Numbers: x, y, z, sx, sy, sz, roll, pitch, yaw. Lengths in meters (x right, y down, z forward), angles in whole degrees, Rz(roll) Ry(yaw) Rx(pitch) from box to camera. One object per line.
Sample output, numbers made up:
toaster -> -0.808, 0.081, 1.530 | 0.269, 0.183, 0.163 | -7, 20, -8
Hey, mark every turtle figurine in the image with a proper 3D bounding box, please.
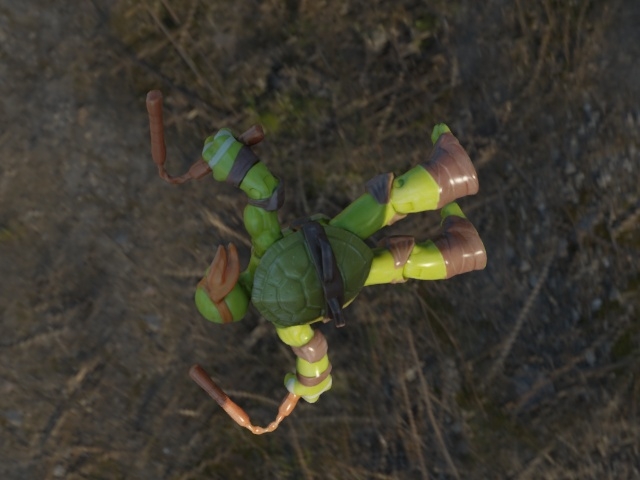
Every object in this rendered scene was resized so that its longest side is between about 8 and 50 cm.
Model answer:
turtle figurine -> 0.000, 0.000, 0.926 | 0.217, 0.269, 0.087 | -22, 26, -13
